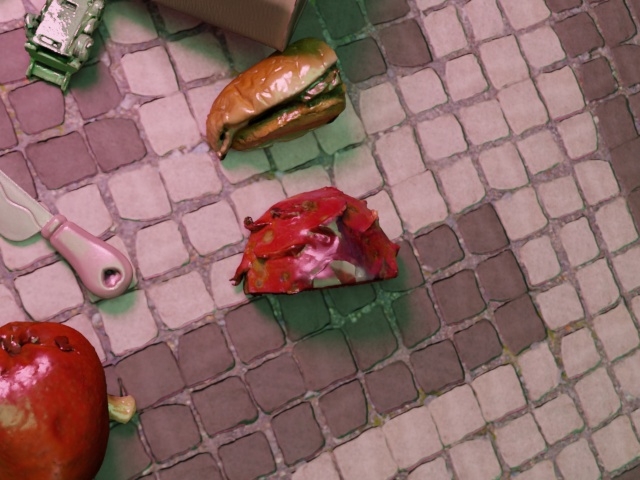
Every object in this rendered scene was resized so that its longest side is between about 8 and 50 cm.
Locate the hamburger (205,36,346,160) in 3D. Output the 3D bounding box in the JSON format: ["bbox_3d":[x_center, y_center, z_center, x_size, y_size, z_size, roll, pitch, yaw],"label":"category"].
[{"bbox_3d":[-0.077,-0.215,1.265,0.207,0.155,0.135,-22,85,-12],"label":"hamburger"}]

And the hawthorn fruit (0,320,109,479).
[{"bbox_3d":[-0.363,0.253,1.082,0.211,0.211,0.299,-14,97,-19],"label":"hawthorn fruit"}]

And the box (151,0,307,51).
[{"bbox_3d":[-0.144,-0.487,1.214,0.343,0.177,0.352,22,68,-2],"label":"box"}]

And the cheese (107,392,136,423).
[{"bbox_3d":[-0.296,0.222,1.190,0.083,0.030,0.044,23,82,-7],"label":"cheese"}]

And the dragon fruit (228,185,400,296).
[{"bbox_3d":[0.003,-0.006,1.265,0.274,0.126,0.161,-6,85,-19],"label":"dragon fruit"}]

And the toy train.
[{"bbox_3d":[-0.364,-0.300,1.222,0.099,0.081,0.149,21,70,-12],"label":"toy train"}]

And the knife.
[{"bbox_3d":[-0.407,-0.031,1.197,0.336,0.043,0.081,38,80,-3],"label":"knife"}]
